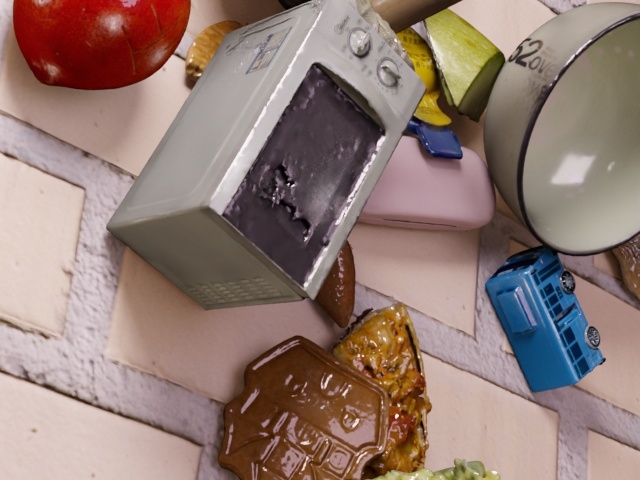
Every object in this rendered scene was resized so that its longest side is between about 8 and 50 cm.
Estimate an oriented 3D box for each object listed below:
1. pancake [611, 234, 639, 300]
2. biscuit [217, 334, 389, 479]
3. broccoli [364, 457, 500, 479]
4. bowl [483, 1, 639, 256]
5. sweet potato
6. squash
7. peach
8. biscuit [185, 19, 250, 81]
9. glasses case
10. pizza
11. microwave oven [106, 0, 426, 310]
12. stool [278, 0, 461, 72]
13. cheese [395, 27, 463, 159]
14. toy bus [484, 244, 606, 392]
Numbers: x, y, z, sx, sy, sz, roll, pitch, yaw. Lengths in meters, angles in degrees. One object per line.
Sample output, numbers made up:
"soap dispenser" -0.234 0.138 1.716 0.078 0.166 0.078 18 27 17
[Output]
"pancake" 0.532 -0.022 2.228 0.282 0.049 0.283 17 63 -38
"biscuit" -0.025 0.220 1.555 0.182 0.034 0.215 31 63 2
"broccoli" 0.126 0.410 1.481 0.293 0.281 0.348 30 93 -32
"bowl" 0.356 -0.175 1.911 0.353 0.185 0.354 -18 126 -26
"sweet potato" 0.003 0.000 1.705 0.065 0.051 0.218 -16 87 -42
"squash" 0.201 -0.266 1.917 0.192 0.085 0.184 5 65 -76
"peach" -0.234 -0.244 1.484 0.197 0.197 0.197 18 63 -39
"biscuit" -0.065 -0.198 1.714 0.224 0.033 0.145 29 48 -25
"glasses case" 0.122 -0.075 1.831 0.296 0.075 0.113 5 69 -42
"pizza" 0.078 0.214 1.663 0.161 0.085 0.306 28 60 -44
"microwave oven" -0.050 -0.086 1.528 0.181 0.237 0.295 41 61 -26
"stool" 0.038 -0.369 1.654 0.226 0.310 0.310 -44 113 -3
"cheese" 0.116 -0.211 1.855 0.156 0.064 0.250 5 53 -45
"toy bus" 0.307 0.108 1.934 0.106 0.090 0.185 -30 97 -44
